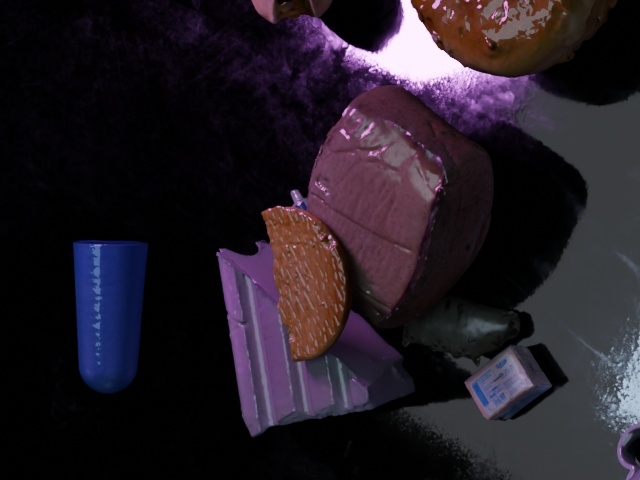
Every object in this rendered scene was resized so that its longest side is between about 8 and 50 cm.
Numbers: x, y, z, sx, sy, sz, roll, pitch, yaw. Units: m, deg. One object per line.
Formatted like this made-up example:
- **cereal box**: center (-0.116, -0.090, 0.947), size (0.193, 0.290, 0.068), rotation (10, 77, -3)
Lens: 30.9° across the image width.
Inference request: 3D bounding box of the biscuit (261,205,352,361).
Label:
- **biscuit**: center (-0.013, 0.053, 1.637), size (0.144, 0.033, 0.224), rotation (-16, 86, 39)

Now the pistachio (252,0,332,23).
- **pistachio**: center (-0.046, -0.436, 1.818), size (0.157, 0.157, 0.230), rotation (-28, 52, 33)

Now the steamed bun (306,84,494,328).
- **steamed bun**: center (0.126, -0.049, 1.645), size (0.251, 0.199, 0.301), rotation (39, 126, 28)

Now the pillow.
- **pillow**: center (0.179, 0.124, 1.685), size (0.241, 0.051, 0.093), rotation (14, 96, 35)

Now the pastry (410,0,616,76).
- **pastry**: center (0.265, -0.366, 1.563), size (0.284, 0.184, 0.316), rotation (-33, 67, 25)

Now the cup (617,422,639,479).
- **cup**: center (0.441, 0.301, 1.401), size (0.221, 0.167, 0.202), rotation (47, 112, 28)

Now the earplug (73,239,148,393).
- **earplug**: center (-0.379, 0.139, 2.077), size (0.132, 0.132, 0.273), rotation (3, 93, 38)

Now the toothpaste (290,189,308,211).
- **toothpaste**: center (0.000, 0.000, 1.844), size (0.197, 0.034, 0.057), rotation (62, 140, 21)

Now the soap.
- **soap**: center (-0.007, 0.123, 1.753), size (0.257, 0.159, 0.302), rotation (-16, 83, 40)

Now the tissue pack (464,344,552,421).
- **tissue pack**: center (0.260, 0.200, 1.613), size (0.094, 0.058, 0.074), rotation (-43, 61, 27)
